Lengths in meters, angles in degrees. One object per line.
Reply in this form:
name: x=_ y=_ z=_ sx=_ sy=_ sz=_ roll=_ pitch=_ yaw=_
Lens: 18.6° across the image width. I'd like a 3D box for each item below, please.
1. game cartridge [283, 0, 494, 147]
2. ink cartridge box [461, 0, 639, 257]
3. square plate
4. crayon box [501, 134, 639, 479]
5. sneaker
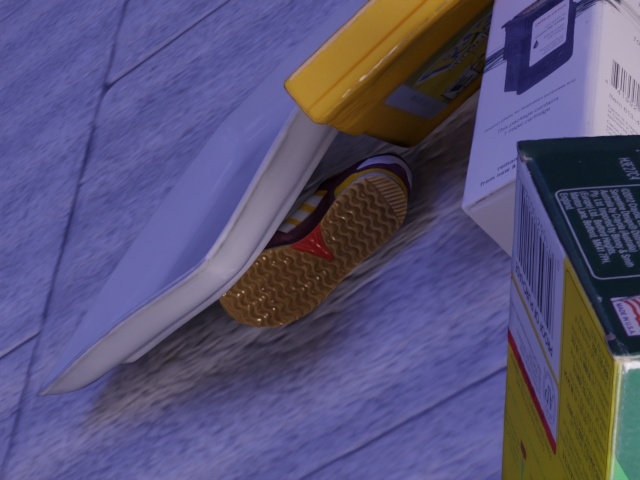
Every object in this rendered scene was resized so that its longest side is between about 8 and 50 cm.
game cartridge: x=0.123 y=-0.179 z=1.424 sx=0.285 sy=0.052 sz=0.324 roll=-42 pitch=-7 yaw=10
ink cartridge box: x=0.189 y=-0.066 z=1.229 sx=0.100 sy=0.172 sz=0.237 roll=-29 pitch=31 yaw=33
square plate: x=-0.075 y=-0.037 z=1.616 sx=0.344 sy=0.049 sz=0.347 roll=-37 pitch=18 yaw=55
crayon box: x=0.148 y=0.132 z=0.979 sx=0.081 sy=0.318 sz=0.202 roll=-4 pitch=31 yaw=-7
sneaker: x=0.000 y=0.000 z=1.545 sx=0.185 sy=0.069 sz=0.084 roll=-35 pitch=13 yaw=21
